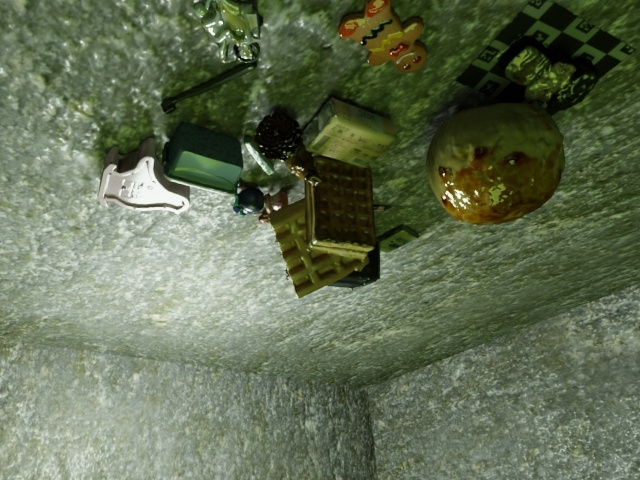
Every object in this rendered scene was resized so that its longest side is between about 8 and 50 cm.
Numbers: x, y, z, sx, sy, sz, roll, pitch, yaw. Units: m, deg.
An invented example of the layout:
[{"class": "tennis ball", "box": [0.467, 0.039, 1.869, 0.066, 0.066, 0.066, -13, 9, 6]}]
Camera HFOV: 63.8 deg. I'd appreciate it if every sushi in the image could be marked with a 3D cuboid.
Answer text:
[{"class": "sushi", "box": [0.597, -0.424, 1.342, 0.373, 0.099, 0.296, 13, 145, -27]}]

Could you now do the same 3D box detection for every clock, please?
[{"class": "clock", "box": [-0.530, -0.197, 1.590, 0.276, 0.080, 0.290, 9, 148, -22]}]

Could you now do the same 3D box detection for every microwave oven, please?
[{"class": "microwave oven", "box": [0.058, 0.088, 2.001, 0.295, 0.181, 0.237, 7, 165, -18]}]

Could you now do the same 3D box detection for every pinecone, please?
[{"class": "pinecone", "box": [-0.115, -0.288, 1.450, 0.140, 0.140, 0.121, -16, 175, 18]}]

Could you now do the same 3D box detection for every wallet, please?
[{"class": "wallet", "box": [0.303, -0.001, 2.068, 0.155, 0.039, 0.110, -31, 142, 35]}]

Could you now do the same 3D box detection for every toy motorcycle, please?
[{"class": "toy motorcycle", "box": [-0.204, -0.493, 1.146, 0.151, 0.074, 0.228, 1, 150, -5]}]

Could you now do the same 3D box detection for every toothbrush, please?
[{"class": "toothbrush", "box": [-0.293, -0.397, 1.337, 0.298, 0.030, 0.030, -19, 172, 19]}]

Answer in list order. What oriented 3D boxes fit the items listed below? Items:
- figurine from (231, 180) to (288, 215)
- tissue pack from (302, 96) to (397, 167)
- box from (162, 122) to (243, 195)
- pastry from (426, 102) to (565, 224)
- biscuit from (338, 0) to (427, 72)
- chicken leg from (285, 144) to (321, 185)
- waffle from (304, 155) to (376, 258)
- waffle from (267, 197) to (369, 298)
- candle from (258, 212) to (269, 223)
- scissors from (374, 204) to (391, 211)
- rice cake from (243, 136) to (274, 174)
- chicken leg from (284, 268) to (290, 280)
[{"class": "figurine", "box": [-0.203, -0.136, 1.730, 0.195, 0.111, 0.102, -3, 161, -16]}, {"class": "tissue pack", "box": [0.081, -0.304, 1.484, 0.222, 0.090, 0.186, 14, 147, -25]}, {"class": "box", "box": [-0.335, -0.233, 1.487, 0.227, 0.162, 0.130, 13, 134, -28]}, {"class": "pastry", "box": [0.495, -0.204, 1.462, 0.389, 0.312, 0.388, -2, 167, 0]}, {"class": "biscuit", "box": [0.172, -0.485, 1.248, 0.165, 0.036, 0.250, -27, 143, 35]}, {"class": "chicken leg", "box": [-0.045, -0.224, 1.516, 0.085, 0.207, 0.101, 7, 114, -25]}, {"class": "waffle", "box": [0.057, -0.103, 1.605, 0.213, 0.307, 0.091, 7, 151, -18]}, {"class": "waffle", "box": [0.000, 0.000, 1.769, 0.304, 0.077, 0.348, -25, 118, -9]}, {"class": "candle", "box": [-0.062, -0.079, 1.880, 0.330, 0.048, 0.051, 1, 157, -8]}, {"class": "scissors", "box": [0.205, -0.118, 1.886, 0.114, 0.012, 0.039, -4, 150, -2]}, {"class": "rice cake", "box": [-0.187, -0.260, 1.575, 0.029, 0.033, 0.171, -12, 149, 19]}, {"class": "chicken leg", "box": [-0.068, 0.114, 2.191, 0.234, 0.063, 0.105, -24, 149, 26]}]
